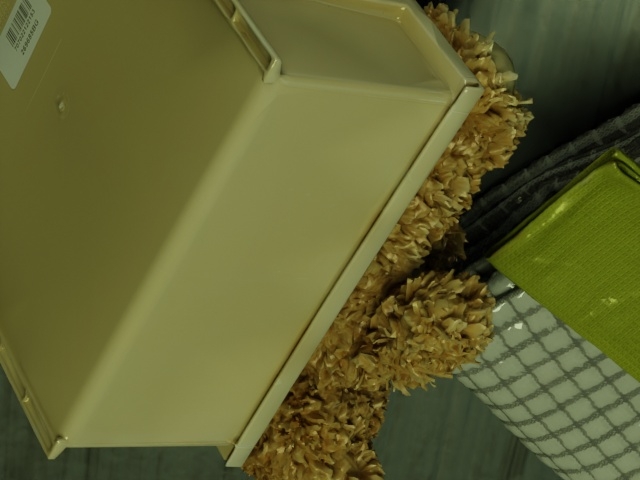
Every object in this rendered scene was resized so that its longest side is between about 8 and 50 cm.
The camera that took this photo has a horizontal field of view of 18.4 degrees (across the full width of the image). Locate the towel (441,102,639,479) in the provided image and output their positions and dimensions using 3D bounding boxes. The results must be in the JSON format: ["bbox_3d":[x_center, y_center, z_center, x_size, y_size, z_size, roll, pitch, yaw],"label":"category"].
[{"bbox_3d":[0.228,0.028,1.172,0.283,0.121,0.235,-34,117,23],"label":"towel"}]

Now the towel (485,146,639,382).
[{"bbox_3d":[0.210,0.050,1.102,0.237,0.021,0.102,38,117,-20],"label":"towel"}]

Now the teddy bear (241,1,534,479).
[{"bbox_3d":[0.000,0.000,1.089,0.245,0.113,0.338,48,130,15],"label":"teddy bear"}]

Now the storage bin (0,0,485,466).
[{"bbox_3d":[-0.086,-0.065,1.024,0.123,0.260,0.262,2,132,-39],"label":"storage bin"}]
